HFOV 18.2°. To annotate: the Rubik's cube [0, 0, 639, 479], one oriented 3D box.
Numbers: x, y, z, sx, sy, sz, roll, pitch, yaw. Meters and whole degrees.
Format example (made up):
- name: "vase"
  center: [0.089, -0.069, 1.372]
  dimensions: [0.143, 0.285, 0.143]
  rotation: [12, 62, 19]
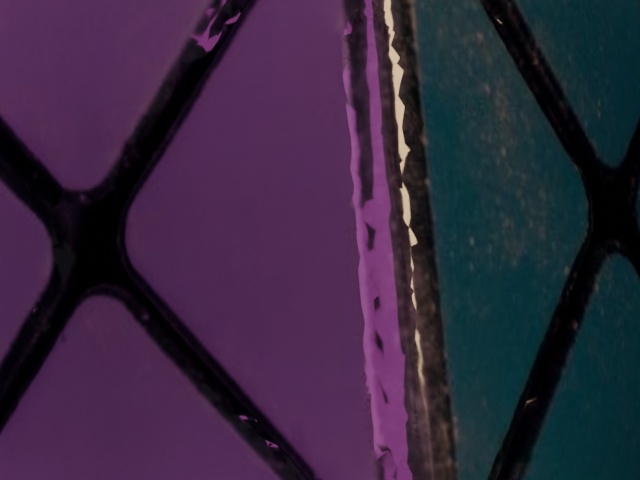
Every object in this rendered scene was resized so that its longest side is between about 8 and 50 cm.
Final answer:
- name: "Rubik's cube"
  center: [0.000, 0.000, 0.736]
  dimensions: [0.255, 0.259, 0.260]
  rotation: [-9, 88, 35]
